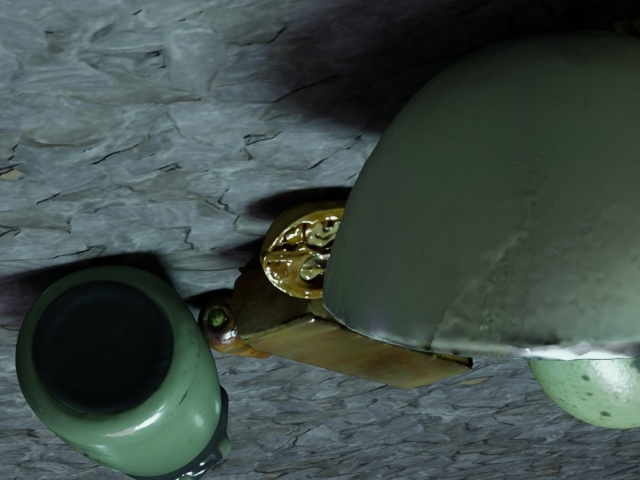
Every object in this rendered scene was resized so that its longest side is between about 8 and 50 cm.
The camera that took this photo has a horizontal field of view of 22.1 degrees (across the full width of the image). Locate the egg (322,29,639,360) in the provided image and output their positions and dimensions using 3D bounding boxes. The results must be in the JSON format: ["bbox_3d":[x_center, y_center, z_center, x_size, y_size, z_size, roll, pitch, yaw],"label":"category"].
[{"bbox_3d":[0.159,-0.045,1.135,0.337,0.201,0.337,-1,-171,0],"label":"egg"}]

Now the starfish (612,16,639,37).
[{"bbox_3d":[0.298,-0.171,1.106,0.210,0.053,0.150,-15,148,28],"label":"starfish"}]

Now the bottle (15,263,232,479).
[{"bbox_3d":[-0.175,0.147,1.576,0.169,0.168,0.347,-10,161,1],"label":"bottle"}]

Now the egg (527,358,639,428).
[{"bbox_3d":[0.286,0.093,1.630,0.177,0.177,0.228,-22,145,32],"label":"egg"}]

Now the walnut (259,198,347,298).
[{"bbox_3d":[0.000,0.000,1.403,0.121,0.052,0.091,-4,123,-20],"label":"walnut"}]

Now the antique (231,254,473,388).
[{"bbox_3d":[0.035,0.070,1.566,0.087,0.093,0.310,-20,158,29],"label":"antique"}]

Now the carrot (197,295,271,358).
[{"bbox_3d":[-0.081,0.091,1.645,0.055,0.055,0.161,-13,167,9],"label":"carrot"}]
